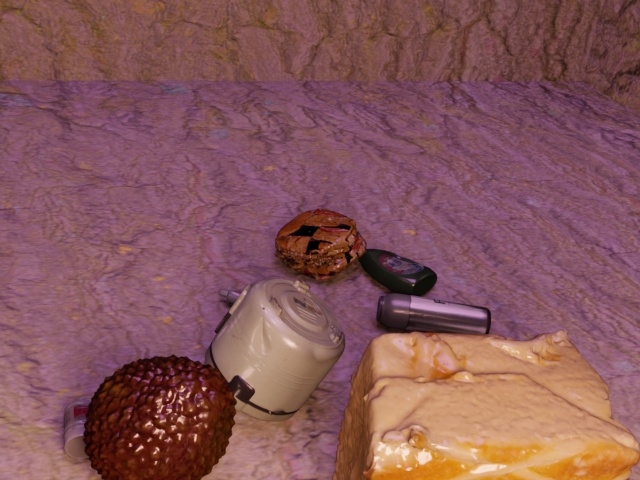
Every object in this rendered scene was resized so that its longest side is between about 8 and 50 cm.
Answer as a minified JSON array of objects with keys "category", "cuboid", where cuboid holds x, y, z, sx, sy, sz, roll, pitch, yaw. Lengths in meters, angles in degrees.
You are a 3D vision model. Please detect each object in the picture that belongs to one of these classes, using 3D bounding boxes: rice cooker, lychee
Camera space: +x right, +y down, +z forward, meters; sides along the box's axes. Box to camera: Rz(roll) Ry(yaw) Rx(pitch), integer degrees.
[{"category":"rice cooker","cuboid":[-0.090,0.206,1.441,0.226,0.244,0.226,28,22,-13]},{"category":"lychee","cuboid":[-0.254,0.294,1.251,0.236,0.271,0.236,35,36,-31]}]

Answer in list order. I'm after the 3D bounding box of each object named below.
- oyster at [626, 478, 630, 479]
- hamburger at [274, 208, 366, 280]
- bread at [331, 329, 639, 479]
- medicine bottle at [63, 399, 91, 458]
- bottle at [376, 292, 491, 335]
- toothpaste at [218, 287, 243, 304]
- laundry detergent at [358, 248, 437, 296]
[{"category":"oyster","cuboid":[0.548,0.459,1.353,0.121,0.045,0.146,28,34,8]},{"category":"hamburger","cuboid":[0.000,0.000,1.927,0.230,0.107,0.231,-11,34,7]},{"category":"bread","cuboid":[0.214,0.339,1.144,0.389,0.371,0.279,0,29,-11]},{"category":"medicine bottle","cuboid":[-0.415,0.326,1.335,0.058,0.058,0.091,-3,31,-17]},{"category":"bottle","cuboid":[0.254,0.172,1.745,0.253,0.080,0.096,8,-8,1]},{"category":"toothpaste","cuboid":[-0.122,0.149,1.739,0.233,0.038,0.060,16,34,9]},{"category":"laundry detergent","cuboid":[0.179,0.069,1.922,0.210,0.063,0.137,27,33,35]}]
